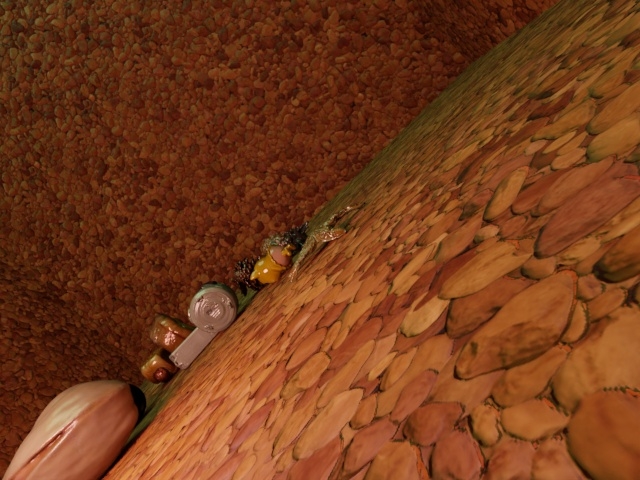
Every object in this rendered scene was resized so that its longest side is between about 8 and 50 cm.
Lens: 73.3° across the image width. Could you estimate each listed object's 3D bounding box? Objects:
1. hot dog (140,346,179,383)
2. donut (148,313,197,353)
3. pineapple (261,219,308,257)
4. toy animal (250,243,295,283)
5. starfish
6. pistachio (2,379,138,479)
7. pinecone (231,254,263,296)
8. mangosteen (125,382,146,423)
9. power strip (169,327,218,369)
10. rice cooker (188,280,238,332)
[{"bbox_3d":[-0.801,0.636,2.181,0.150,0.153,0.257,-41,7,-7],"label":"hot dog"},{"bbox_3d":[-0.746,0.489,2.225,0.150,0.299,0.317,-60,-15,-13],"label":"donut"},{"bbox_3d":[-0.157,0.008,2.204,0.341,0.169,0.169,-30,13,36],"label":"pineapple"},{"bbox_3d":[-0.205,0.096,1.895,0.230,0.156,0.156,-38,8,26],"label":"toy animal"},{"bbox_3d":[-0.003,-0.001,1.522,0.358,0.078,0.347,-49,10,-35],"label":"starfish"},{"bbox_3d":[-0.779,0.638,1.365,0.445,0.281,0.365,-47,-9,-16],"label":"pistachio"},{"bbox_3d":[-0.336,0.165,2.151,0.213,0.185,0.169,-25,-2,21],"label":"pinecone"},{"bbox_3d":[-0.824,0.695,1.780,0.210,0.210,0.210,-44,6,6],"label":"mangosteen"},{"bbox_3d":[-0.575,0.469,2.041,0.058,0.098,0.338,-43,5,46],"label":"power strip"},{"bbox_3d":[-0.492,0.306,1.994,0.226,0.226,0.244,-45,7,-3],"label":"rice cooker"}]
